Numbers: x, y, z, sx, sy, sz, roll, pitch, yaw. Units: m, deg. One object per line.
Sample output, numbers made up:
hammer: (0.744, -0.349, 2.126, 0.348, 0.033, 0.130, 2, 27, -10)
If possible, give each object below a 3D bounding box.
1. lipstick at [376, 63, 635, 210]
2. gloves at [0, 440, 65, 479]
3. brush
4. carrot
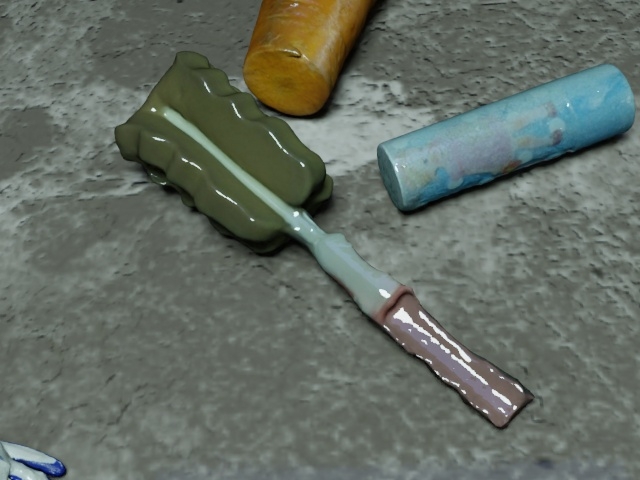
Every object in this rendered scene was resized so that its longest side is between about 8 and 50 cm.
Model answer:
lipstick: (0.116, -0.065, 0.514, 0.158, 0.048, 0.048, -20, 58, -6)
gloves: (-0.167, 0.129, 0.415, 0.086, 0.026, 0.064, 30, 35, -19)
brush: (0.000, 0.000, 0.486, 0.301, 0.071, 0.084, 40, 85, 17)
carrot: (0.002, -0.182, 0.583, 0.087, 0.087, 0.193, 19, 65, 18)
